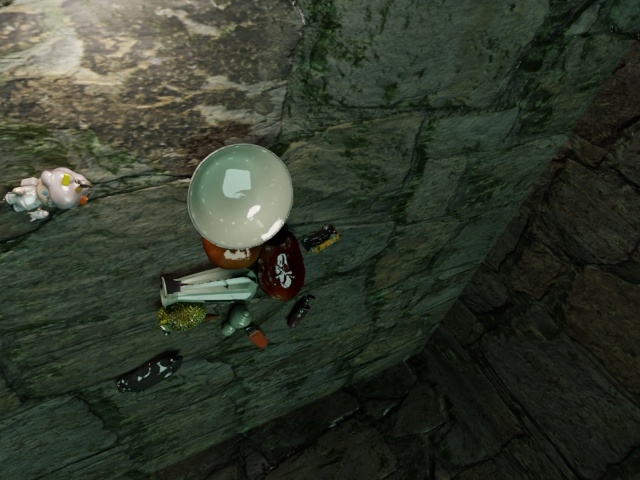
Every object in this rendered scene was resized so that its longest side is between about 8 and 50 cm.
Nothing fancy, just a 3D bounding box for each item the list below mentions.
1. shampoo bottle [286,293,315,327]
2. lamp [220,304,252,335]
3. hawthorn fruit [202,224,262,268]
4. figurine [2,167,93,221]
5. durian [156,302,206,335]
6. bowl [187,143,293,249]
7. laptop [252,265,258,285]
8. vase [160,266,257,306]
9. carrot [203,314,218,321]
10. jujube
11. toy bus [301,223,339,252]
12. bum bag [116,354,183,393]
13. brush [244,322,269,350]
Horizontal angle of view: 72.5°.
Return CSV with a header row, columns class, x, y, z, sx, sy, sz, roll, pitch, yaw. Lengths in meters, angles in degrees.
class,x,y,z,sx,sy,sz,roll,pitch,yaw
shampoo bottle,-0.105,0.372,2.319,0.068,0.067,0.237,6,131,-32
lamp,-0.400,0.381,2.061,0.106,0.106,0.193,11,136,-47
hawthorn fruit,-0.313,0.007,1.566,0.223,0.224,0.261,-18,168,-21
figurine,-0.705,-0.127,1.151,0.228,0.112,0.138,-16,137,-3
durian,-0.566,0.298,1.773,0.198,0.146,0.159,-14,170,-16
bowl,-0.267,-0.153,1.394,0.336,0.157,0.338,-11,116,-23
laptop,-0.322,0.169,1.926,0.197,0.016,0.135,-14,141,-27
vase,-0.438,0.183,1.727,0.359,0.165,0.165,-5,138,-30
carrot,-0.543,0.349,1.950,0.216,0.048,0.048,9,129,-51
jujube,-0.166,0.102,1.796,0.222,0.223,0.318,-20,136,-19
toy bus,0.000,0.000,1.933,0.162,0.070,0.074,-31,149,-6
bum bag,-0.796,0.630,2.064,0.326,0.080,0.142,-27,139,-4
brush,-0.336,0.519,2.333,0.070,0.051,0.323,-34,144,-12
